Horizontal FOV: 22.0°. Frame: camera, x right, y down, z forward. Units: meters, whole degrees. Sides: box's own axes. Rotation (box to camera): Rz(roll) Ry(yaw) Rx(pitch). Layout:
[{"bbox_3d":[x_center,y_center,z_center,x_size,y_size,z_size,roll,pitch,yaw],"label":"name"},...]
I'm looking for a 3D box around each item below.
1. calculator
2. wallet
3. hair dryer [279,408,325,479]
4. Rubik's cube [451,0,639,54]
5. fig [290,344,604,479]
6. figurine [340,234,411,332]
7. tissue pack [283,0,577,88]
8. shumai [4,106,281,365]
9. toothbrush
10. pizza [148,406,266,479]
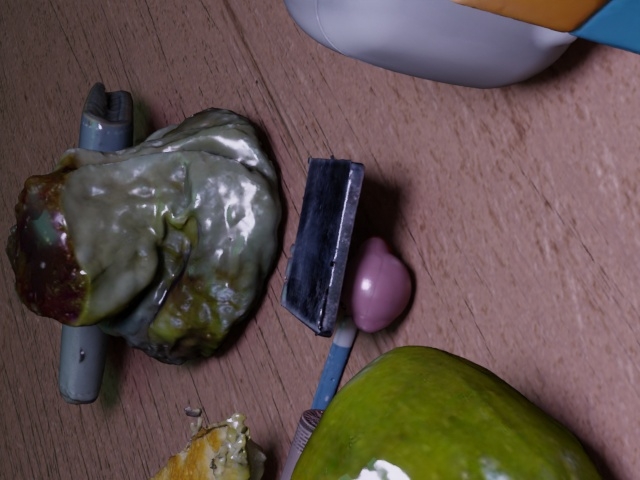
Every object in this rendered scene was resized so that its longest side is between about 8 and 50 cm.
[{"bbox_3d":[0.000,0.000,1.533,0.262,0.021,0.161,-151,71,-80],"label":"calculator"},{"bbox_3d":[-0.273,-0.004,2.016,0.252,0.083,0.360,-102,20,-72],"label":"wallet"},{"bbox_3d":[0.019,0.291,1.485,0.220,0.054,0.195,42,120,51],"label":"hair dryer"},{"bbox_3d":[0.244,-0.297,0.962,0.292,0.291,0.290,-40,48,50],"label":"Rubik's cube"},{"bbox_3d":[0.103,0.216,1.142,0.314,0.233,0.233,-127,52,-61],"label":"fig"},{"bbox_3d":[0.048,0.039,1.468,0.071,0.067,0.083,-64,-24,-78],"label":"figurine"},{"bbox_3d":[0.113,-0.288,1.266,0.236,0.229,0.333,27,106,63],"label":"tissue pack"},{"bbox_3d":[-0.217,-0.019,1.778,0.309,0.263,0.304,-66,33,27],"label":"shumai"},{"bbox_3d":[-0.011,0.195,1.588,0.025,0.019,0.275,-126,51,-64],"label":"toothbrush"},{"bbox_3d":[-0.101,0.286,1.658,0.287,0.075,0.280,112,147,-40],"label":"pizza"}]
